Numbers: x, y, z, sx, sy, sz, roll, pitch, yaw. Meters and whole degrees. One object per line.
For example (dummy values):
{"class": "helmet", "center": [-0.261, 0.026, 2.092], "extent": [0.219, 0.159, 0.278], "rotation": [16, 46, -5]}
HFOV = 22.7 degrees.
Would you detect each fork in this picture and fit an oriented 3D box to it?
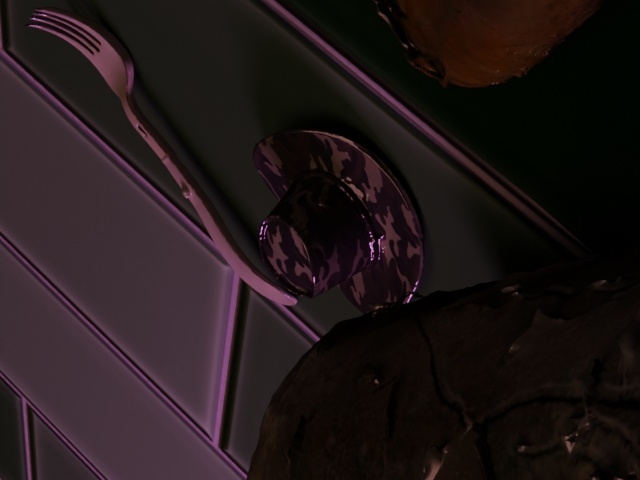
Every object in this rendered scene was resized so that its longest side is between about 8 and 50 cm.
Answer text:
{"class": "fork", "center": [-0.083, -0.049, 0.901], "extent": [0.219, 0.028, 0.034], "rotation": [50, 144, -2]}

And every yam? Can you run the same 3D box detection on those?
{"class": "yam", "center": [0.118, 0.112, 0.574], "extent": [0.241, 0.241, 0.348], "rotation": [59, 154, -10]}

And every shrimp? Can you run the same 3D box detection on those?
{"class": "shrimp", "center": [0.067, -0.137, 0.538], "extent": [0.117, 0.066, 0.262], "rotation": [49, 148, 8]}

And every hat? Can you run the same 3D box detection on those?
{"class": "hat", "center": [0.000, 0.000, 0.800], "extent": [0.121, 0.050, 0.121], "rotation": [36, 149, 25]}
